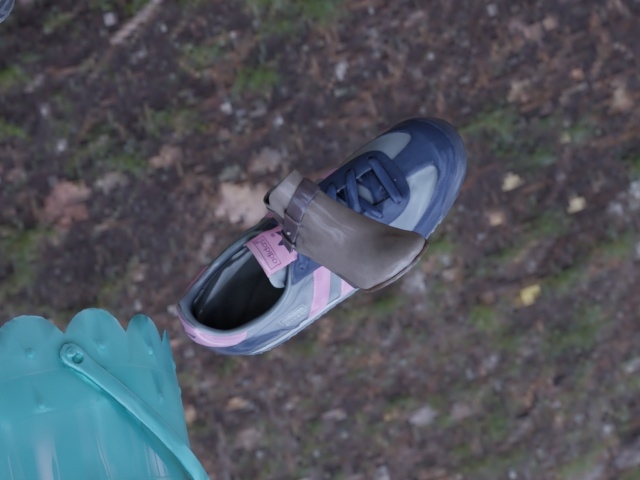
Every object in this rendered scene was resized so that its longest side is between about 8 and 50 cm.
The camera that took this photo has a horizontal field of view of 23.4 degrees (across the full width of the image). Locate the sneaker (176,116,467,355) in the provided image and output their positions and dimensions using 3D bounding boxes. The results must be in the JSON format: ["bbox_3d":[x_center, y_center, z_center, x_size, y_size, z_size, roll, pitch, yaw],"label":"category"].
[{"bbox_3d":[0.000,0.000,1.449,0.319,0.112,0.131,-43,162,13],"label":"sneaker"}]

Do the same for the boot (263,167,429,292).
[{"bbox_3d":[0.010,-0.010,0.954,0.042,0.087,0.118,-50,-170,-25],"label":"boot"}]

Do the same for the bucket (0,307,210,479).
[{"bbox_3d":[-0.227,0.193,1.275,0.281,0.183,0.281,-15,160,-6],"label":"bucket"}]

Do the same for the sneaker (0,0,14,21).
[{"bbox_3d":[-0.222,-0.190,1.020,0.074,0.063,0.170,6,158,8],"label":"sneaker"}]
